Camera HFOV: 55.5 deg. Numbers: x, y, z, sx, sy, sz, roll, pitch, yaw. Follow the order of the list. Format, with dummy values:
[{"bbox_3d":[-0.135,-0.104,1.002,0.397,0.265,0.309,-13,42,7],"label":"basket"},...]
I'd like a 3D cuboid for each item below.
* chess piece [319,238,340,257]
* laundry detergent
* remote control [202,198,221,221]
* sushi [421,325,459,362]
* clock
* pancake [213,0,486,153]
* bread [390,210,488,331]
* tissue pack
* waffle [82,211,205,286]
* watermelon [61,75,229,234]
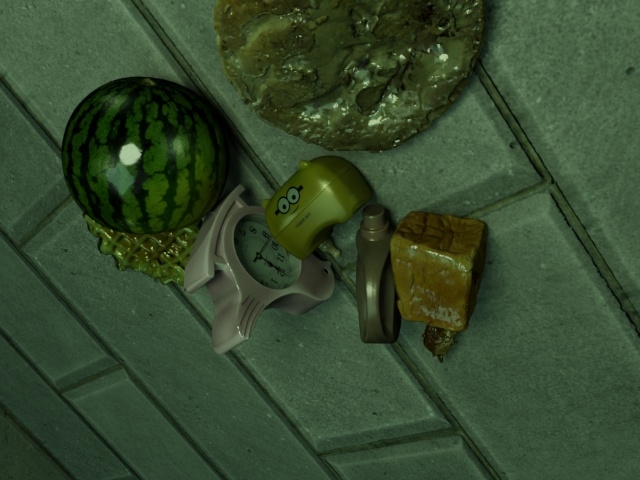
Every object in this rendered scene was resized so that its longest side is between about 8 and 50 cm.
[{"bbox_3d":[0.000,0.000,1.160,0.092,0.035,0.035,40,133,-6],"label":"chess piece"},{"bbox_3d":[0.099,0.070,1.060,0.076,0.171,0.237,-1,124,11],"label":"laundry detergent"},{"bbox_3d":[-0.143,0.013,1.235,0.230,0.049,0.090,48,152,-9],"label":"remote control"},{"bbox_3d":[0.228,0.179,1.138,0.060,0.061,0.118,36,146,39],"label":"sushi"},{"bbox_3d":[-0.108,0.079,1.094,0.275,0.290,0.080,38,133,-22],"label":"clock"},{"bbox_3d":[0.037,-0.275,0.832,0.386,0.082,0.387,1,144,1],"label":"pancake"},{"bbox_3d":[0.194,0.045,1.012,0.143,0.149,0.158,6,119,24],"label":"bread"},{"bbox_3d":[-0.011,-0.064,1.055,0.127,0.123,0.178,50,124,2],"label":"tissue pack"},{"bbox_3d":[-0.375,-0.025,1.332,0.317,0.073,0.297,7,131,18],"label":"waffle"},{"bbox_3d":[-0.300,-0.143,1.063,0.285,0.285,0.285,15,128,20],"label":"watermelon"}]
